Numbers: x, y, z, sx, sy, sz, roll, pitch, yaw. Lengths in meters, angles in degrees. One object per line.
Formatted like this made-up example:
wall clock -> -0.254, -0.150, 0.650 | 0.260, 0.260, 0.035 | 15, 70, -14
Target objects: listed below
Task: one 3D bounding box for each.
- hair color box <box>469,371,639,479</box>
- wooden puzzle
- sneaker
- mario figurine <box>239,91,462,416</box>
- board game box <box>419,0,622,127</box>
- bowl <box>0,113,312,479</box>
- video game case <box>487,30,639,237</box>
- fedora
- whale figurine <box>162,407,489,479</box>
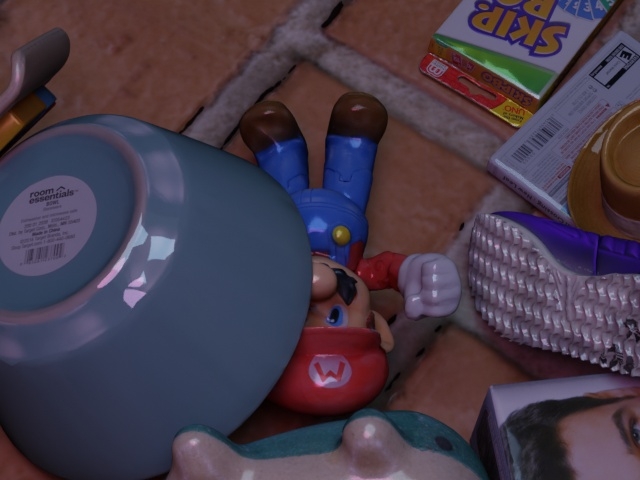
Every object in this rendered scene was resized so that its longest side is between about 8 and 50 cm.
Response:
hair color box -> 0.328, 0.205, 1.606 | 0.374, 0.113, 0.185 | -6, 60, -8
wooden puzzle -> -0.292, -0.065, 1.603 | 0.044, 0.221, 0.239 | 40, 100, -6
sneaker -> 0.253, 0.044, 1.665 | 0.146, 0.102, 0.293 | -7, 20, -34
mario figurine -> 0.000, 0.000, 1.652 | 0.170, 0.198, 0.320 | 31, 41, -37
board game box -> 0.213, -0.229, 1.899 | 0.124, 0.039, 0.259 | 32, 64, 14
bowl -> -0.178, 0.023, 1.559 | 0.311, 0.163, 0.311 | -13, 57, 21
video game case -> 0.295, -0.078, 1.823 | 0.193, 0.023, 0.212 | 38, 62, 16
fedora -> 0.306, -0.073, 1.731 | 0.194, 0.079, 0.194 | -9, 56, 14
whale figurine -> 0.004, 0.196, 1.534 | 0.272, 0.216, 0.141 | 15, 38, -11
